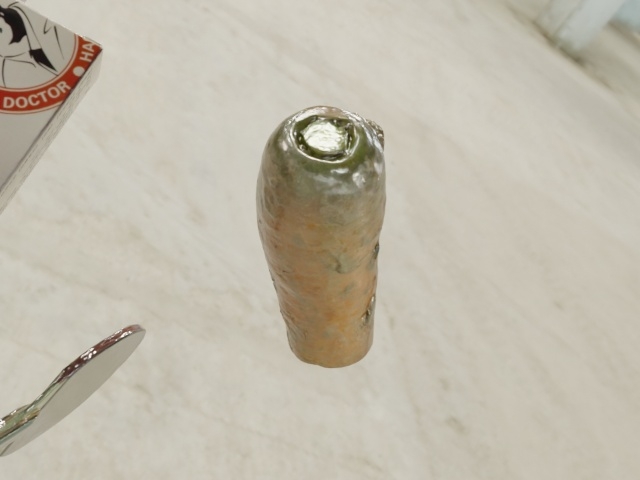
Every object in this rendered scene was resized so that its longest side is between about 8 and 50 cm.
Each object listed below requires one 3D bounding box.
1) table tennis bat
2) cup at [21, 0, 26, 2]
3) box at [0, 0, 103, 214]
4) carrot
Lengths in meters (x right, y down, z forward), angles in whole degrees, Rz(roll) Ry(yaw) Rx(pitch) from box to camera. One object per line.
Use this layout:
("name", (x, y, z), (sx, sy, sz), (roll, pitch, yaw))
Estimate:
("table tennis bat", (-0.265, 0.161, 1.024), (0.022, 0.173, 0.301), (46, 23, 5))
("cup", (-0.389, -0.311, 1.218), (0.221, 0.166, 0.202), (13, 7, -9))
("box", (-0.365, -0.074, 0.892), (0.214, 0.069, 0.353), (30, 65, -2))
("carrot", (0.000, 0.000, 1.089), (0.139, 0.301, 0.138), (1, 42, -1))
